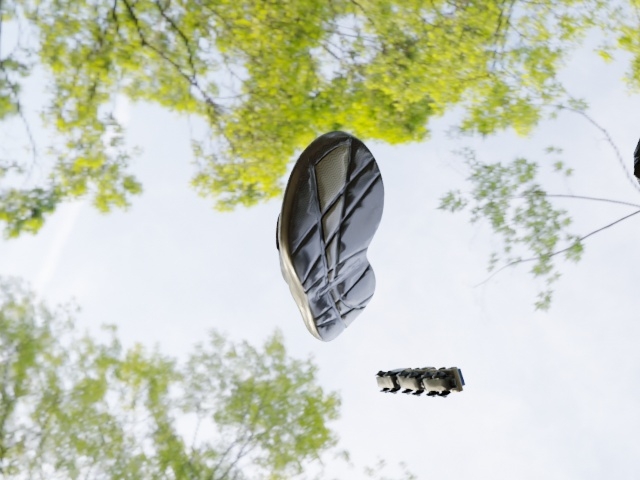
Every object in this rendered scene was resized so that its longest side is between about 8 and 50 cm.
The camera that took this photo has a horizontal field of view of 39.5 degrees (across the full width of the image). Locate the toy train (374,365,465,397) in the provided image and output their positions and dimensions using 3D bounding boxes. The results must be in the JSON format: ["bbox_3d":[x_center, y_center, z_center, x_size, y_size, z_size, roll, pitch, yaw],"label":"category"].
[{"bbox_3d":[0.103,0.143,0.914,0.158,0.036,0.027,-18,-93,67],"label":"toy train"}]

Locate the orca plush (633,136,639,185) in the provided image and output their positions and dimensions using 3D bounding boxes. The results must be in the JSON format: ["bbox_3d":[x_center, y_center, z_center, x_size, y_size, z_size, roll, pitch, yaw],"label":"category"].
[{"bbox_3d":[0.457,-0.033,1.011,0.102,0.151,0.287,-40,-67,19],"label":"orca plush"}]

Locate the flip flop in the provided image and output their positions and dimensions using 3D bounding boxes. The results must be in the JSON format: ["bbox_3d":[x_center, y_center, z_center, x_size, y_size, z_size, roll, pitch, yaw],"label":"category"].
[{"bbox_3d":[0.000,0.000,0.853,0.112,0.277,0.080,-36,-119,-17],"label":"flip flop"}]
